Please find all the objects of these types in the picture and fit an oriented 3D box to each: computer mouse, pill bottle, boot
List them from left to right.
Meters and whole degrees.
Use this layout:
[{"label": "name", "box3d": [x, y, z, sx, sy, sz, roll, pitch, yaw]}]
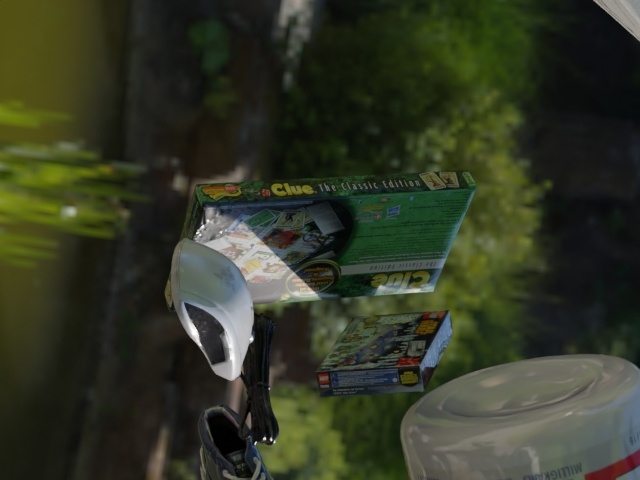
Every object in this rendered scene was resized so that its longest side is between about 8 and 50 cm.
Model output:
[{"label": "computer mouse", "box3d": [-0.064, 0.067, 1.434, 0.193, 0.042, 0.106, 64, 24, -54]}, {"label": "boot", "box3d": [-0.066, 0.236, 1.722, 0.190, 0.069, 0.086, 54, -21, 44]}, {"label": "pill bottle", "box3d": [0.223, 0.326, 1.738, 0.229, 0.229, 0.408, -60, 137, -76]}]

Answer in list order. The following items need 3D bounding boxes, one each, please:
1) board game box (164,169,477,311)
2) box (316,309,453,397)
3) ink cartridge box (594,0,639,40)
[{"label": "board game box", "box3d": [0.000, 0.000, 1.681, 0.030, 0.259, 0.136, -117, -146, -40]}, {"label": "box", "box3d": [0.058, 0.099, 1.691, 0.137, 0.094, 0.027, -52, 136, -67]}, {"label": "ink cartridge box", "box3d": [0.235, -0.215, 1.433, 0.086, 0.148, 0.203, -43, -149, 7]}]
